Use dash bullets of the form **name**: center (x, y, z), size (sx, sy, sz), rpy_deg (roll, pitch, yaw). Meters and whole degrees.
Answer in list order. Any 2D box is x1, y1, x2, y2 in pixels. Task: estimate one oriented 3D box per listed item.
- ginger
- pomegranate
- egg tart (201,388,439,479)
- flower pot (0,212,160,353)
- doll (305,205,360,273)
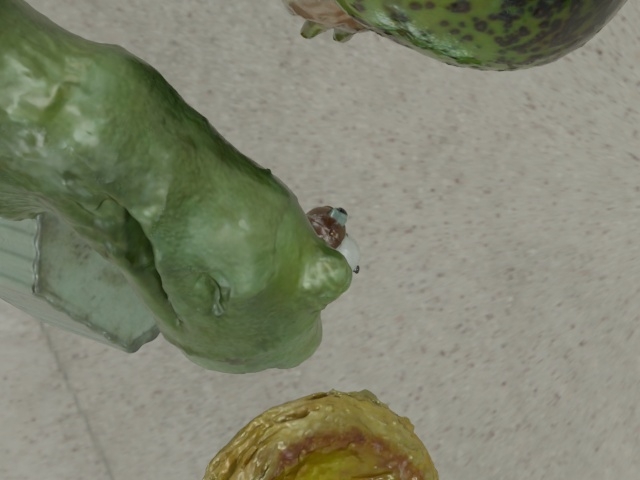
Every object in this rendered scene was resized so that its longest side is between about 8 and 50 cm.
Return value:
- **ginger**: center (-0.101, -0.029, 0.554), size (0.290, 0.089, 0.137), rpy_deg (30, 135, -26)
- **pomegranate**: center (0.063, -0.204, 0.729), size (0.276, 0.222, 0.204), rpy_deg (19, 106, 47)
- **egg tart**: center (-0.017, 0.298, 1.401), size (0.128, 0.319, 0.319), rpy_deg (27, 103, 56)
- **flower pot**: center (-0.220, -0.024, 1.251), size (0.189, 0.209, 0.239), rpy_deg (10, 97, 51)
- **doll**: center (-0.005, -0.005, 0.918), size (0.040, 0.058, 0.085), rpy_deg (-46, 42, -12)
